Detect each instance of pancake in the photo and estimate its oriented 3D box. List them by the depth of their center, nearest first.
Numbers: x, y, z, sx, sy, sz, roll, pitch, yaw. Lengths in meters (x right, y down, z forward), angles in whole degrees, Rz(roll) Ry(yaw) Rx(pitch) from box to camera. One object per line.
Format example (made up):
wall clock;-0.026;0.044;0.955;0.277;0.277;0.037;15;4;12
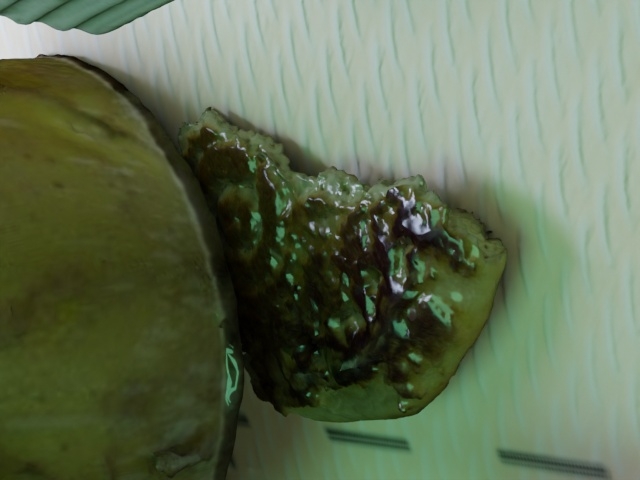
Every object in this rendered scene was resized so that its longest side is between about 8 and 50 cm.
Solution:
pancake;0.000;0.000;1.097;0.244;0.057;0.266;55;143;21

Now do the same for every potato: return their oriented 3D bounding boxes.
potato;-0.287;0.105;1.196;0.385;0.319;0.442;55;139;34

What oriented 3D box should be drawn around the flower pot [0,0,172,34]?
flower pot;-0.120;-0.229;0.912;0.189;0.239;0.209;-15;74;56
